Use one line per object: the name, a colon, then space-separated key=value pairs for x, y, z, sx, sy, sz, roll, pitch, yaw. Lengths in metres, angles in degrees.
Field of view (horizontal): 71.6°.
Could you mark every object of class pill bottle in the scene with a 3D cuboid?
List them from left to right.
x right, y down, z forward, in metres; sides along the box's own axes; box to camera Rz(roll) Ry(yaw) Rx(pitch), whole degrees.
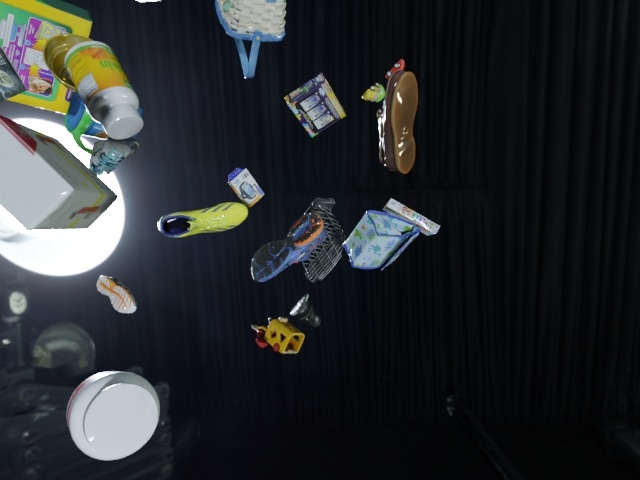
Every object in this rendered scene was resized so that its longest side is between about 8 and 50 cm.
pill bottle: x=-0.592 y=-0.411 z=1.231 sx=0.136 sy=0.246 sz=0.136 roll=-29 pitch=170 yaw=-5
pill bottle: x=-0.599 y=0.497 z=1.283 sx=0.229 sy=0.229 sz=0.407 roll=-7 pitch=170 yaw=-33

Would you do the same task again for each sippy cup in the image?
sippy cup: x=-0.838 y=-0.494 z=1.740 sx=0.224 sy=0.306 sz=0.240 roll=13 pitch=-156 yaw=-47

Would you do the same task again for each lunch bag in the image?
lunch bag: x=0.154 y=0.005 z=1.082 sx=0.151 sy=0.129 sz=0.096 roll=4 pitch=-131 yaw=-33

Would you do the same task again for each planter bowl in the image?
planter bowl: x=-0.763 y=-0.537 z=1.413 sx=0.217 sy=0.217 sz=0.090 roll=-9 pitch=163 yaw=-40

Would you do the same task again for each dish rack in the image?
dish rack: x=0.000 y=0.000 z=1.488 sx=0.074 sy=0.208 sz=0.272 roll=15 pitch=-146 yaw=-36

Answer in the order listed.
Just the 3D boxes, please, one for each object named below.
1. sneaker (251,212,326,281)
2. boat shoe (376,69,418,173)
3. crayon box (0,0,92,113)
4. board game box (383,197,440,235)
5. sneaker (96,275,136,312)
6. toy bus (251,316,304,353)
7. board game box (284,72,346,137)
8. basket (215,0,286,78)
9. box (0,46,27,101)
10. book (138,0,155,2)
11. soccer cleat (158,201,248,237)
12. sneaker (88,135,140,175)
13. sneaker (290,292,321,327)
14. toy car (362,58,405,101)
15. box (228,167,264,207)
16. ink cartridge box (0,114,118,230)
sneaker: x=-0.071 y=0.031 z=1.069 sx=0.221 sy=0.083 sz=0.087 roll=-36 pitch=145 yaw=7
boat shoe: x=0.138 y=-0.224 z=0.848 sx=0.073 sy=0.207 sz=0.073 roll=-34 pitch=-131 yaw=-28
crayon box: x=-0.973 y=-0.633 z=1.463 sx=0.313 sy=0.363 sz=0.106 roll=7 pitch=-140 yaw=-42
board game box: x=0.254 y=-0.065 z=1.255 sx=0.154 sy=0.026 sz=0.103 roll=30 pitch=180 yaw=3
sneaker: x=-0.773 y=0.205 z=1.722 sx=0.215 sy=0.084 sz=0.083 roll=36 pitch=-172 yaw=25
toy bus: x=-0.155 y=0.343 z=1.679 sx=0.202 sy=0.104 sz=0.191 roll=23 pitch=-174 yaw=-7
board game box: x=-0.014 y=-0.434 z=1.437 sx=0.141 sy=0.048 sz=0.170 roll=-31 pitch=145 yaw=10
basket: x=-0.217 y=-0.685 z=1.351 sx=0.201 sy=0.255 sz=0.289 roll=-7 pitch=149 yaw=-20
box: x=-0.614 y=-0.241 z=0.718 sx=0.147 sy=0.078 sz=0.180 roll=1 pitch=-143 yaw=24
book: x=-0.392 y=-0.541 z=0.926 sx=0.096 sy=0.035 sz=0.144 roll=31 pitch=180 yaw=-43
soccer cleat: x=-0.378 y=-0.061 z=1.438 sx=0.289 sy=0.094 sz=0.121 roll=-10 pitch=-168 yaw=-7
sneaker: x=-0.733 y=-0.294 z=1.566 sx=0.110 sy=0.122 sz=0.283 roll=28 pitch=154 yaw=-38
sneaker: x=-0.043 y=0.290 z=1.787 sx=0.124 sy=0.107 sz=0.283 roll=38 pitch=171 yaw=3
toy car: x=0.265 y=-0.654 z=1.919 sx=0.239 sy=0.053 sz=0.225 roll=-43 pitch=-179 yaw=-6
box: x=-0.273 y=-0.196 z=1.614 sx=0.081 sy=0.136 sz=0.028 roll=-47 pitch=-150 yaw=-23
ink cartridge box: x=-0.795 y=-0.180 z=1.284 sx=0.160 sy=0.279 sz=0.384 roll=-45 pitch=-173 yaw=-4
